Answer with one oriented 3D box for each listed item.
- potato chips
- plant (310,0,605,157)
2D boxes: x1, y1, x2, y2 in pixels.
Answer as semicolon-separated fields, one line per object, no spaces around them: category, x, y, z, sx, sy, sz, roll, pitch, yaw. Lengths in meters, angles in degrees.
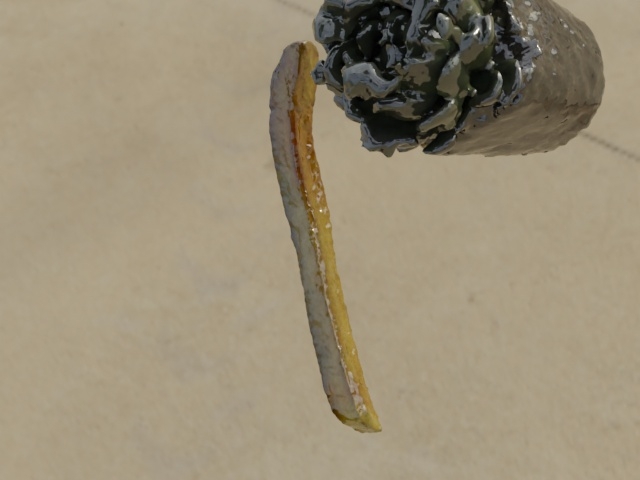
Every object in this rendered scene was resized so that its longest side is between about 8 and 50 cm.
potato chips;0.000;0.000;0.788;0.026;0.204;0.037;-5;-5;-44
plant;0.065;-0.080;0.697;0.092;0.143;0.094;-22;66;44
